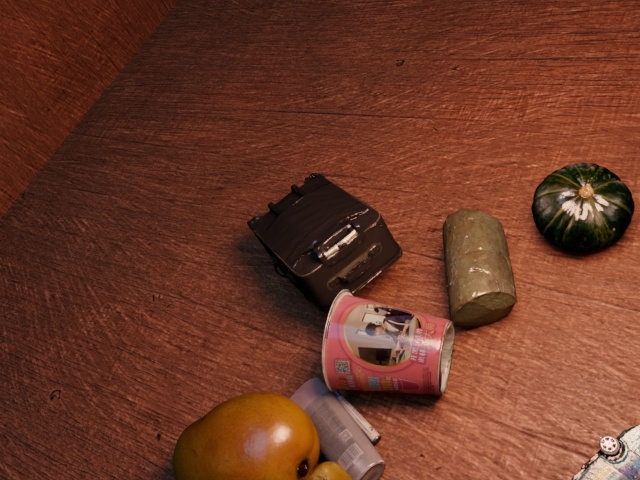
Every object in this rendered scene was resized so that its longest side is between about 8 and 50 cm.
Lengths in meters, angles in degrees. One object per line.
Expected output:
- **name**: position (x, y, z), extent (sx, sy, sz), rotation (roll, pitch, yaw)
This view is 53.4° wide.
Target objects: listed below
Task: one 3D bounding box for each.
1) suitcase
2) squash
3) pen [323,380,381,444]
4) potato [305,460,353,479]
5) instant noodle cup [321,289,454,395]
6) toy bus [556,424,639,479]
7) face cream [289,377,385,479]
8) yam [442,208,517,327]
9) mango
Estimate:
- **suitcase**: position (0.000, 0.000, 1.645), extent (0.283, 0.194, 0.434), rotation (-38, 31, -8)
- **squash**: position (0.596, -0.073, 1.452), extent (0.218, 0.172, 0.218), rotation (-9, 51, 11)
- **pen**: position (0.067, 0.388, 1.453), extent (0.025, 0.025, 0.204), rotation (-42, 47, -9)
- **potato**: position (-0.046, 0.603, 1.216), extent (0.195, 0.176, 0.369), rotation (35, 63, 2)
- **instant noodle cup**: position (0.155, 0.240, 1.406), extent (0.254, 0.244, 0.244), rotation (7, 57, 20)
- **toy bus**: position (0.508, 0.443, 1.146), extent (0.261, 0.091, 0.109), rotation (-40, 54, -5)
- **face cream**: position (0.031, 0.423, 1.407), extent (0.107, 0.073, 0.269), rotation (-42, 48, -6)
- **yam**: position (0.362, 0.065, 1.469), extent (0.161, 0.161, 0.268), rotation (-13, 49, 17)
- **mango**: position (-0.175, 0.469, 1.380), extent (0.377, 0.221, 0.264), rotation (-17, 58, 33)
